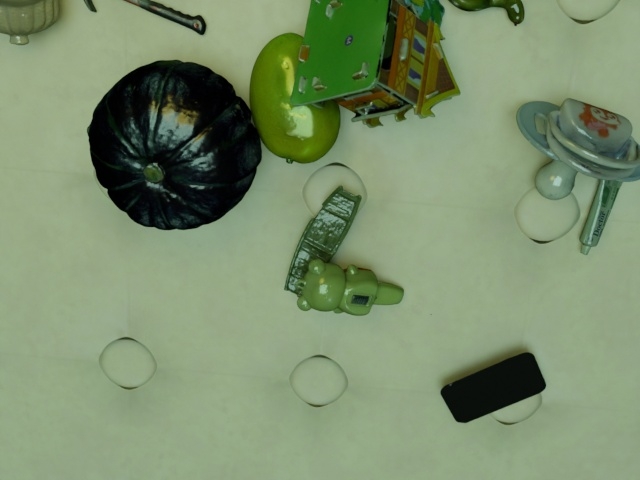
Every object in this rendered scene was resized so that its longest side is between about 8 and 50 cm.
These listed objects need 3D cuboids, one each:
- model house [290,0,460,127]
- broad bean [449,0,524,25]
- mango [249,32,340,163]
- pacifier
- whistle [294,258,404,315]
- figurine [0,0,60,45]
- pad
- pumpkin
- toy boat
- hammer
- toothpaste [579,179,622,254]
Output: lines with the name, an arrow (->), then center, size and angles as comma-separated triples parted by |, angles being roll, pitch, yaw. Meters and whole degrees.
model house -> 0.138, -0.404, 1.389 | 0.242, 0.313, 0.357 | -3, 74, 43
broad bean -> 0.334, -0.508, 1.401 | 0.214, 0.048, 0.070 | 14, 90, -12
mango -> -0.064, -0.298, 1.448 | 0.185, 0.149, 0.273 | -21, 100, 19
pacifier -> 0.542, -0.174, 1.441 | 0.299, 0.244, 0.233 | 18, 138, -1
whistle -> 0.069, 0.115, 1.578 | 0.288, 0.106, 0.131 | 8, 111, -27
figurine -> -0.637, -0.588, 1.395 | 0.185, 0.204, 0.332 | 0, 79, 4
pad -> 0.400, 0.304, 1.663 | 0.250, 0.055, 0.323 | -25, 105, 10
pumpkin -> -0.304, -0.199, 1.419 | 0.363, 0.266, 0.363 | 4, 117, 8
toy boat -> 0.000, 0.000, 1.587 | 0.093, 0.055, 0.293 | 28, 106, -7
hammer -> -0.386, -0.517, 1.454 | 0.288, 0.033, 0.111 | 20, 107, -4
toothpaste -> 0.646, -0.070, 1.543 | 0.064, 0.041, 0.218 | 11, 106, -13
